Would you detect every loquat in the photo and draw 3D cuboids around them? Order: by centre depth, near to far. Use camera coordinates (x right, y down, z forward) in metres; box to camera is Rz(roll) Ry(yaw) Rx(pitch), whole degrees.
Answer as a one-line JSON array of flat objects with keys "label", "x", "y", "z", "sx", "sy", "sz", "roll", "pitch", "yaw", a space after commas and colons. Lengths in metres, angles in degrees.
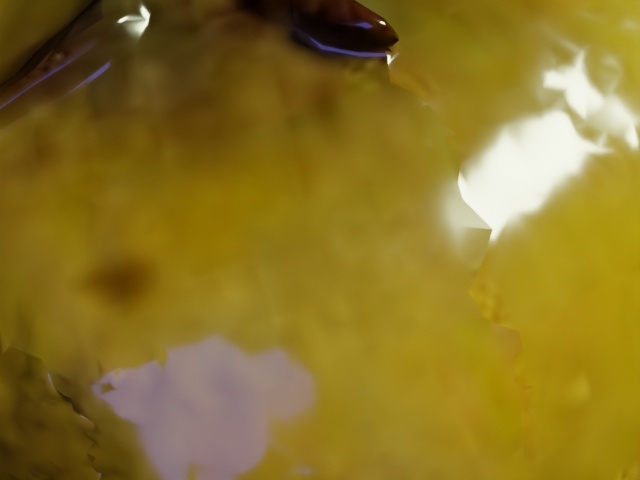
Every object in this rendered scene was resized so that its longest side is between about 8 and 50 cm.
[{"label": "loquat", "x": 0.000, "y": 0.000, "z": 0.612, "sx": 0.328, "sy": 0.328, "sz": 0.359, "roll": 7, "pitch": 150, "yaw": 16}]
